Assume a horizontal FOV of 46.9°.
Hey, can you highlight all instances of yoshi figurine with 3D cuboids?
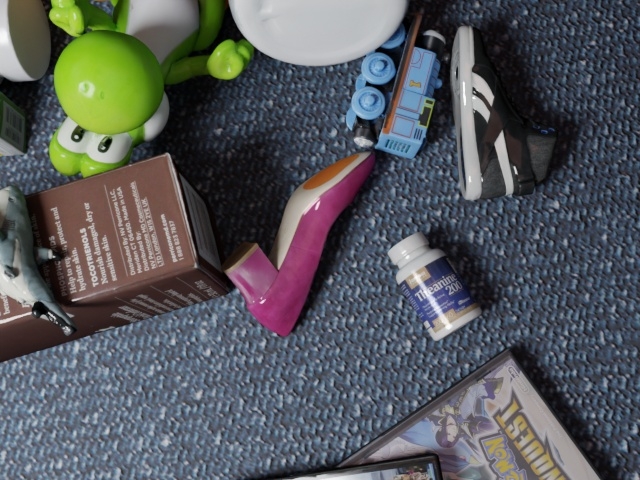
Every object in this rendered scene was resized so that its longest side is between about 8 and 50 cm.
[{"bbox_3d":[-0.200,-0.236,0.850,0.204,0.203,0.362,5,63,24],"label":"yoshi figurine"}]

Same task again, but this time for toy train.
[{"bbox_3d":[0.098,-0.195,0.925,0.105,0.080,0.184,17,77,-2],"label":"toy train"}]

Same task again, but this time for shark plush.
[{"bbox_3d":[-0.287,0.020,0.724,0.067,0.073,0.161,-31,71,-34],"label":"shark plush"}]

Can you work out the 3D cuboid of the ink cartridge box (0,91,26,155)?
[{"bbox_3d":[-0.497,-0.147,0.936,0.209,0.109,0.062,-3,77,3],"label":"ink cartridge box"}]

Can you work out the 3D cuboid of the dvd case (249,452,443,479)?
[{"bbox_3d":[0.023,0.343,0.813,0.253,0.022,0.180,-12,81,12],"label":"dvd case"}]

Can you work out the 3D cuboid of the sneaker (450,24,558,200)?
[{"bbox_3d":[0.228,-0.158,0.910,0.121,0.079,0.216,-3,86,0],"label":"sneaker"}]

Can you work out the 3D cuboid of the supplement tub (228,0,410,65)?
[{"bbox_3d":[-0.008,-0.398,0.885,0.207,0.207,0.337,-5,63,3],"label":"supplement tub"}]

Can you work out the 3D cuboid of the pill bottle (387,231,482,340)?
[{"bbox_3d":[0.131,0.052,0.871,0.067,0.067,0.120,-31,78,-3],"label":"pill bottle"}]

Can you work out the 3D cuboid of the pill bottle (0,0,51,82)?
[{"bbox_3d":[-0.496,-0.258,0.938,0.265,0.153,0.153,-4,78,3],"label":"pill bottle"}]

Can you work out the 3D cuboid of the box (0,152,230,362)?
[{"bbox_3d":[-0.313,0.040,0.842,0.382,0.191,0.143,-16,77,1],"label":"box"}]

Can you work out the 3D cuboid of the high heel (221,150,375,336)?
[{"bbox_3d":[0.000,0.000,0.903,0.244,0.082,0.117,-46,113,-21],"label":"high heel"}]

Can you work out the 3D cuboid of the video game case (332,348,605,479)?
[{"bbox_3d":[0.192,0.304,0.829,0.248,0.035,0.274,-34,78,-3],"label":"video game case"}]
